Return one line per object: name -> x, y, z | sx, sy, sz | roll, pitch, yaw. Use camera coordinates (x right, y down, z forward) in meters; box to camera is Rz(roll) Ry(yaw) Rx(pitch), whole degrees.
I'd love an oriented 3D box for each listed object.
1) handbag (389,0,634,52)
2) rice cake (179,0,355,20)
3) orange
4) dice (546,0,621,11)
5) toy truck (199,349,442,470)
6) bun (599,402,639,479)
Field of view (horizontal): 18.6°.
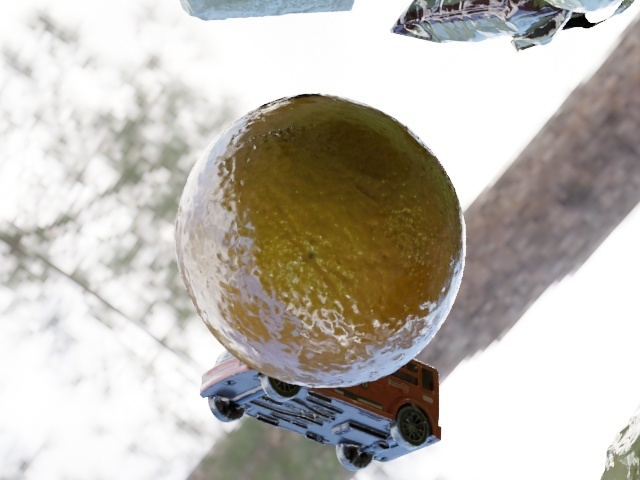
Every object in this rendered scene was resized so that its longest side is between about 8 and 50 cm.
handbag -> 0.217, -0.262, 2.060 | 0.213, 0.235, 0.127 | -24, -71, -33
rice cake -> -0.051, -0.272, 2.046 | 0.206, 0.069, 0.063 | -4, -127, -17
orange -> 0.000, 0.000, 1.761 | 0.274, 0.274, 0.274 | 26, -147, -19
dice -> 0.204, -0.367, 1.652 | 0.252, 0.250, 0.254 | 40, 180, 24
toy truck -> 0.002, 0.148, 2.007 | 0.252, 0.107, 0.114 | 24, -123, -31
bun -> 0.334, 0.224, 1.638 | 0.202, 0.364, 0.364 | 18, -152, 16
